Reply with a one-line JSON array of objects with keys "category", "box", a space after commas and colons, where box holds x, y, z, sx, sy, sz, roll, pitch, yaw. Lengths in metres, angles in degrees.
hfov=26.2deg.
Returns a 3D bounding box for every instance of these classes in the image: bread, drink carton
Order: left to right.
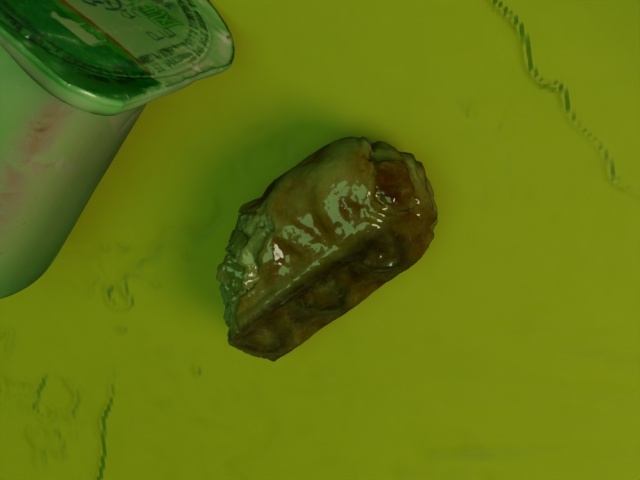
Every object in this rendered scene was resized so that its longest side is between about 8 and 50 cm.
[{"category": "drink carton", "box": [-0.139, -0.062, 0.591, 0.146, 0.144, 0.142, 39, 118, 9]}, {"category": "bread", "box": [0.000, 0.000, 0.590, 0.110, 0.060, 0.066, -37, 102, 21]}]
